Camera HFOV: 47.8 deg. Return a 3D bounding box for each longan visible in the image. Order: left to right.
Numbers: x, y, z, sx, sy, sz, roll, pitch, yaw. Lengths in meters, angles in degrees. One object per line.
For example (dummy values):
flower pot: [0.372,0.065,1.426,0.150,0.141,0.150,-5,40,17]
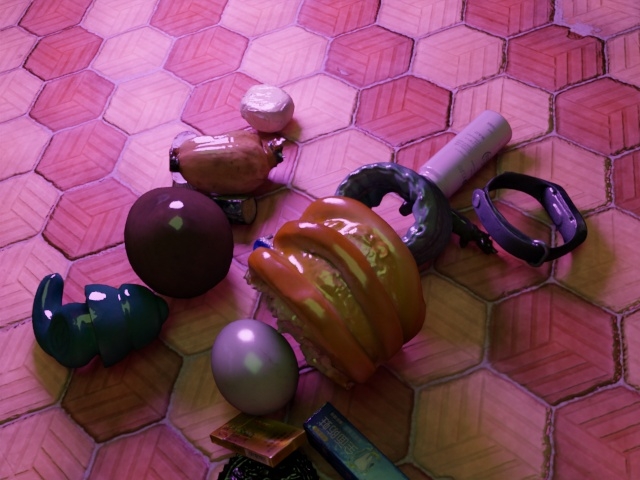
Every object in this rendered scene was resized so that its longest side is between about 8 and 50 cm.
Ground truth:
longan: [-0.282,0.000,1.438,0.248,0.248,0.248,-6,53,8]

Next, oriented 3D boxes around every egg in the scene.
egg: [-0.119,0.225,1.295,0.149,0.149,0.192,-28,46,-9]

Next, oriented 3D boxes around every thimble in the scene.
thimble: [0.132,-0.048,1.409,0.235,0.143,0.198,17,90,28]

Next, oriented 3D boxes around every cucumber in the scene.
cucumber: [-0.250,-0.069,1.605,0.212,0.062,0.078,3,10,22]

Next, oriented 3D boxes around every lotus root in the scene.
lotus root: [-0.207,-0.175,1.612,0.257,0.140,0.154,-2,36,-10]

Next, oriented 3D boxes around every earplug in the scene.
earplug: [-0.444,0.156,1.445,0.280,0.163,0.257,-10,15,-9]

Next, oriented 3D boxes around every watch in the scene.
watch: [0.407,-0.044,1.405,0.193,0.068,0.206,-5,53,-15]

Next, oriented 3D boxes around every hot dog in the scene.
hot dog: [-0.313,-0.189,1.713,0.099,0.053,0.192,-15,49,-1]

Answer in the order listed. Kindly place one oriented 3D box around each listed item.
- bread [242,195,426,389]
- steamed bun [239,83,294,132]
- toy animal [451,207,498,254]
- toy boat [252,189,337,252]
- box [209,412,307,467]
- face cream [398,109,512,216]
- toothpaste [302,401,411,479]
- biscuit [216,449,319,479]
bread: [0.028,0.077,1.243,0.270,0.211,0.315,-41,68,0]
steamed bun: [-0.123,-0.315,1.739,0.130,0.090,0.112,17,57,21]
toy animal: [0.296,-0.015,1.437,0.136,0.065,0.047,41,71,20]
toy boat: [-0.031,0.000,1.503,0.210,0.070,0.291,6,52,11]
box: [-0.108,0.336,1.236,0.156,0.022,0.089,7,23,43]
face cream: [0.276,-0.154,1.530,0.311,0.092,0.092,-41,56,-19]
toothpaste: [0.101,0.396,1.164,0.066,0.076,0.320,-39,56,-21]
biscuit: [-0.092,0.426,1.198,0.195,0.053,0.194,-6,52,8]
